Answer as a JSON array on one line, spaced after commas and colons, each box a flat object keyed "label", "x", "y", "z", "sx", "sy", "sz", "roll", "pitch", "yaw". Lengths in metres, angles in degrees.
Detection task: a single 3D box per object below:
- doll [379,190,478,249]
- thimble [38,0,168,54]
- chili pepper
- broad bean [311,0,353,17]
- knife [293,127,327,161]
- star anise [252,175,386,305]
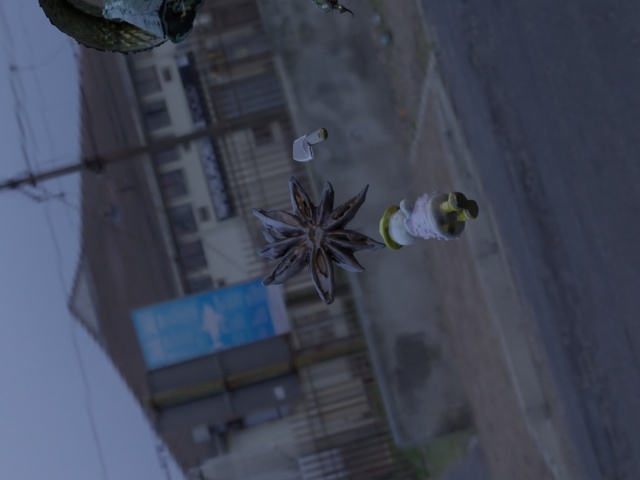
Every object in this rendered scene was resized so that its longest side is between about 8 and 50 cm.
[{"label": "doll", "x": 0.166, "y": -0.031, "z": 2.043, "sx": 0.207, "sy": 0.129, "sz": 0.081, "roll": -16, "pitch": 55, "yaw": 50}, {"label": "thimble", "x": -0.313, "y": -0.444, "z": 1.981, "sx": 0.150, "sy": 0.271, "sz": 0.270, "roll": -103, "pitch": -2, "yaw": -57}, {"label": "chili pepper", "x": -0.229, "y": -0.296, "z": 1.612, "sx": 0.227, "sy": 0.059, "sz": 0.088, "roll": 14, "pitch": 82, "yaw": 55}, {"label": "broad bean", "x": -0.005, "y": -0.351, "z": 1.771, "sx": 0.069, "sy": 0.039, "sz": 0.227, "roll": 42, "pitch": -171, "yaw": -23}, {"label": "knife", "x": -0.024, "y": -0.166, "z": 2.256, "sx": 0.256, "sy": 0.022, "sz": 0.046, "roll": 169, "pitch": 84, "yaw": -77}, {"label": "star anise", "x": 0.000, "y": 0.000, "z": 1.785, "sx": 0.065, "sy": 0.182, "sz": 0.195, "roll": 64, "pitch": -162, "yaw": -70}]
